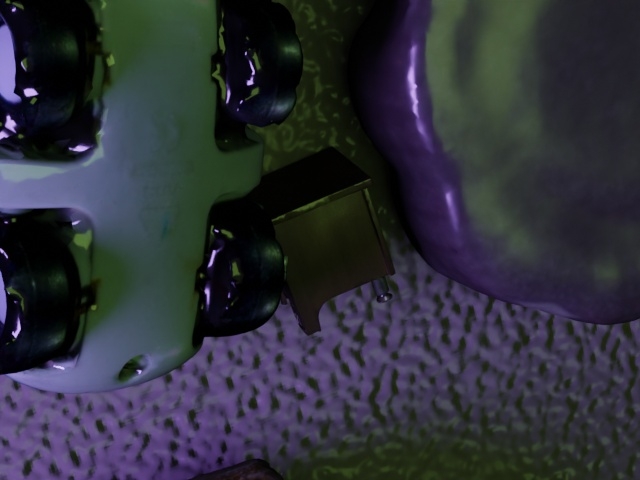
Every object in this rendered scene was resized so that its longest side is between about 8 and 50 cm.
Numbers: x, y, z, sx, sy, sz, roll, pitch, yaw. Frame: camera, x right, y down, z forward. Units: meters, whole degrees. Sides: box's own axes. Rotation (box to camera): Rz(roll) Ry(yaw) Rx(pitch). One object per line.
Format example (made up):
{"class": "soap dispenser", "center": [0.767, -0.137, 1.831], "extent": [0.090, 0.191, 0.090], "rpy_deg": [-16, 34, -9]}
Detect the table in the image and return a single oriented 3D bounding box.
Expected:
{"class": "table", "center": [0.000, 0.000, 0.854], "extent": [0.070, 0.083, 0.082], "rpy_deg": [-23, 112, -9]}

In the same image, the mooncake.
{"class": "mooncake", "center": [0.156, -0.107, 0.845], "extent": [0.306, 0.154, 0.306], "rpy_deg": [-3, 99, -17]}

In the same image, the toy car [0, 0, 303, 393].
{"class": "toy car", "center": [-0.132, -0.048, 0.752], "extent": [0.188, 0.190, 0.255], "rpy_deg": [-9, 108, -39]}

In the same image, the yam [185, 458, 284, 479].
{"class": "yam", "center": [-0.114, 0.239, 0.821], "extent": [0.268, 0.161, 0.161], "rpy_deg": [-19, 104, -12]}
